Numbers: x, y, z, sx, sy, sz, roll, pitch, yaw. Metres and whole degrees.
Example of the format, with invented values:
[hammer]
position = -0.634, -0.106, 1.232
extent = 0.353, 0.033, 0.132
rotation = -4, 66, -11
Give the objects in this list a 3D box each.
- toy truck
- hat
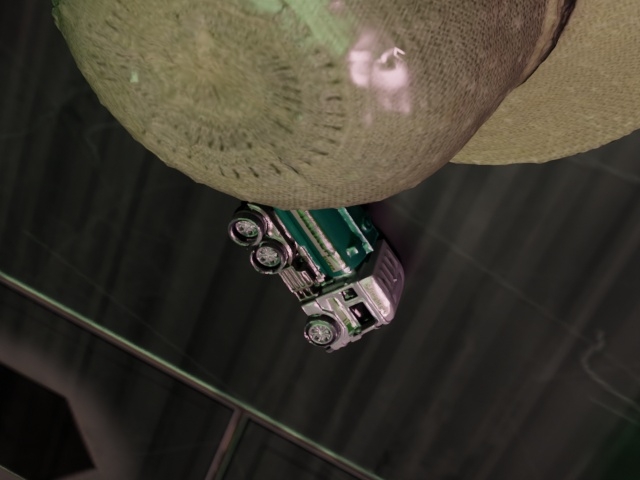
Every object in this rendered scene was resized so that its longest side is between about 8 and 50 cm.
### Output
[toy truck]
position = 0.000, 0.000, 0.713
extent = 0.044, 0.039, 0.083
rotation = -22, 116, 28
[hat]
position = -0.006, -0.087, 0.560
extent = 0.257, 0.130, 0.257
rotation = 18, 137, 17
